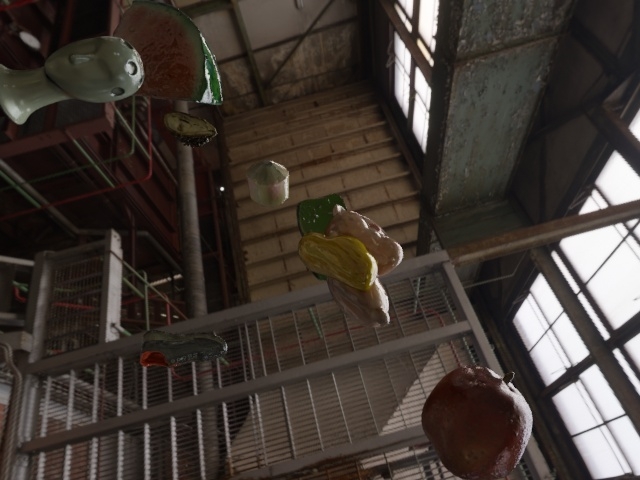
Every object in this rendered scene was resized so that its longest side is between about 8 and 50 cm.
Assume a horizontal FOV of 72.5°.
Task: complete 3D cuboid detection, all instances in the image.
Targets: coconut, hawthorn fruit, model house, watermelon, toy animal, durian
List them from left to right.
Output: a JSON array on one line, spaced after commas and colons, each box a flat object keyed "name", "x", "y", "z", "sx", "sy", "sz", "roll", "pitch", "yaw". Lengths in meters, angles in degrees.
[{"name": "watermelon", "x": -0.361, "y": -0.453, "z": 1.047, "sx": 0.293, "sy": 0.221, "sz": 0.319, "roll": 7, "pitch": -159, "yaw": 7}, {"name": "durian", "x": -0.304, "y": -0.252, "z": 1.006, "sx": 0.131, "sy": 0.052, "sz": 0.066, "roll": 19, "pitch": -106, "yaw": -1}, {"name": "coconut", "x": -0.180, "y": -0.206, "z": 1.510, "sx": 0.147, "sy": 0.152, "sz": 0.147, "roll": -1, "pitch": -136, "yaw": 1}, {"name": "model house", "x": 0.000, "y": -0.001, "z": 1.571, "sx": 0.207, "sy": 0.154, "sz": 0.293, "roll": -15, "pitch": -92, "yaw": -29}, {"name": "toy animal", "x": 0.127, "y": 0.055, "z": 1.194, "sx": 0.247, "sy": 0.277, "sz": 0.345, "roll": -39, "pitch": -89, "yaw": -23}, {"name": "hawthorn fruit", "x": 0.424, "y": 0.470, "z": 1.163, "sx": 0.275, "sy": 0.275, "sz": 0.299, "roll": 37, "pitch": -82, "yaw": 27}]

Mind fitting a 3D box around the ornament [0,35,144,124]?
[{"name": "ornament", "x": -0.289, "y": -0.192, "z": 0.511, "sx": 0.156, "sy": 0.081, "sz": 0.074, "roll": -16, "pitch": -93, "yaw": -8}]

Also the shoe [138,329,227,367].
[{"name": "shoe", "x": -0.312, "y": 0.255, "z": 0.985, "sx": 0.195, "sy": 0.074, "sz": 0.077, "roll": 7, "pitch": -143, "yaw": -6}]
